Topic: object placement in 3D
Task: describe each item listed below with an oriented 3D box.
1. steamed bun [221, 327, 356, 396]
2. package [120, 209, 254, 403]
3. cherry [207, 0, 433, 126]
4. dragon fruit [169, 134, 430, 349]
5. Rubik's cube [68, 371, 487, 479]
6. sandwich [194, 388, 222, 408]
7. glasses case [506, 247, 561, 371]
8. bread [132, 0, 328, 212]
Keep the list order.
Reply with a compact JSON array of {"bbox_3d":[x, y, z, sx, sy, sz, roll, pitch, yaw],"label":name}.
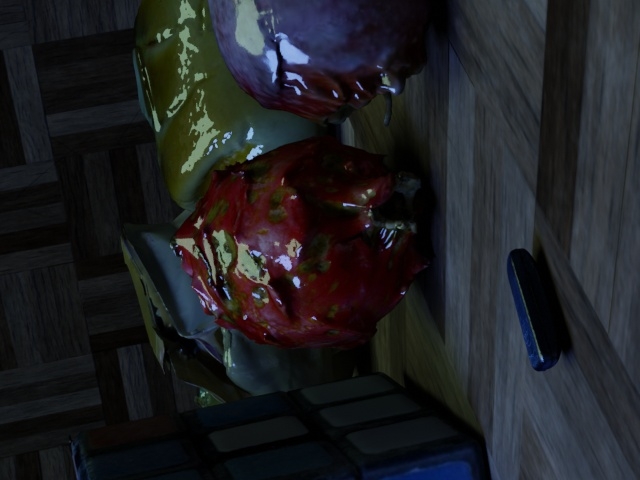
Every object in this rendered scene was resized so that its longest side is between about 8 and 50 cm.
[{"bbox_3d":[-0.024,0.099,1.882,0.218,0.144,0.211,47,-157,-39],"label":"steamed bun"},{"bbox_3d":[-0.178,0.091,2.156,0.311,0.165,0.221,-127,33,-53],"label":"package"},{"bbox_3d":[-0.003,-0.212,1.236,0.192,0.175,0.250,25,-124,-86],"label":"cherry"},{"bbox_3d":[0.000,0.000,1.429,0.268,0.205,0.210,-23,106,46],"label":"dragon fruit"},{"bbox_3d":[-0.029,0.341,1.482,0.362,0.363,0.359,-149,47,-81],"label":"Rubik's cube"},{"bbox_3d":[-0.072,0.261,2.141,0.245,0.212,0.063,-113,12,-59],"label":"sandwich"},{"bbox_3d":[0.145,0.047,1.061,0.033,0.023,0.083,86,172,-67],"label":"glasses case"},{"bbox_3d":[-0.104,-0.158,1.859,0.300,0.210,0.341,132,127,-82],"label":"bread"}]
